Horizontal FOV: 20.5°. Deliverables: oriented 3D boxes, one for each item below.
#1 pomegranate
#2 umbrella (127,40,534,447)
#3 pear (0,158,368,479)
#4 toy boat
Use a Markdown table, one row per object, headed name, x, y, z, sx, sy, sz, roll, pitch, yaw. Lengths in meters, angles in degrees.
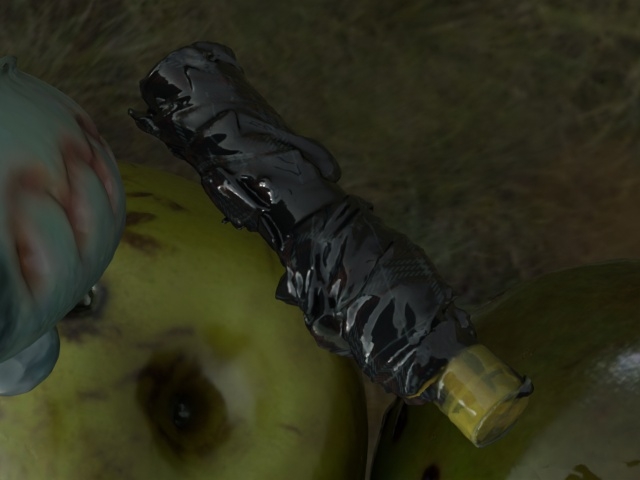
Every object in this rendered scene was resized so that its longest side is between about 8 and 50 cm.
| name | x | y | z | sx | sy | sz | roll | pitch | yaw |
| --- | --- | --- | --- | --- | --- | --- | --- | --- | --- |
| pomegranate | 0.125 | 0.172 | 0.824 | 0.323 | 0.291 | 0.291 | -40 | 98 | -10 |
| umbrella | 0.000 | 0.000 | 0.477 | 0.040 | 0.037 | 0.144 | -43 | 65 | -2 |
| pear | -0.109 | 0.096 | 0.818 | 0.284 | 0.283 | 0.283 | 2 | 84 | -19 |
| toy boat | -0.100 | 0.023 | 0.404 | 0.134 | 0.207 | 0.079 | -38 | 100 | 5 |
